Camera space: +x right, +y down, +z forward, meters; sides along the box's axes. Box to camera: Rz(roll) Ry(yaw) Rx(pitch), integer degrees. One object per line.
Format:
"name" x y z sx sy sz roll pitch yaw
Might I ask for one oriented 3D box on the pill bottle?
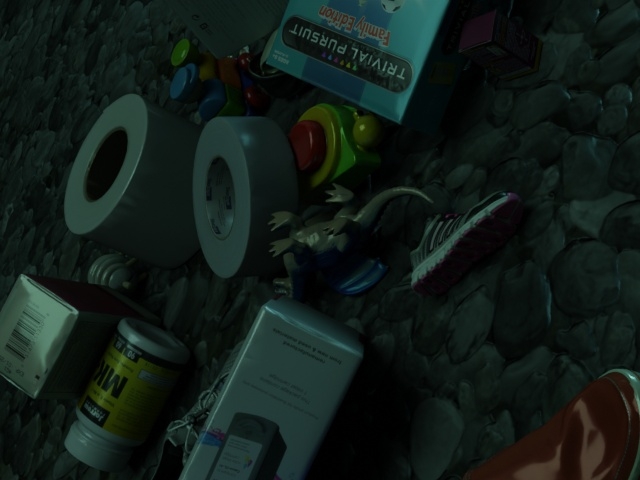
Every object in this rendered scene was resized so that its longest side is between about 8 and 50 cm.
"pill bottle" -0.290 0.232 1.769 0.208 0.119 0.119 -62 33 5

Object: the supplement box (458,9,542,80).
"supplement box" 0.212 -0.228 1.398 0.055 0.083 0.043 -11 61 50

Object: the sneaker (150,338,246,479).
"sneaker" -0.139 0.252 1.533 0.105 0.115 0.281 31 98 43

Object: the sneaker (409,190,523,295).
"sneaker" 0.157 -0.012 1.351 0.170 0.063 0.074 -46 43 34

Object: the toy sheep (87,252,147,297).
"toy sheep" -0.342 0.063 1.983 0.132 0.091 0.091 8 76 60

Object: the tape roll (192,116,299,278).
"tape roll" -0.105 -0.059 1.610 0.219 0.072 0.219 175 90 -65

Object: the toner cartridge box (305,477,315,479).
"toner cartridge box" 0.017 0.334 1.175 0.348 0.075 0.165 140 150 -79

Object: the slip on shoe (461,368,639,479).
"slip on shoe" 0.187 0.244 1.110 0.331 0.101 0.123 -49 35 23

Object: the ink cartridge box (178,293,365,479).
"ink cartridge box" -0.068 0.227 1.370 0.226 0.131 0.306 -47 -18 -87

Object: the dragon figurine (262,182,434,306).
"dragon figurine" 0.031 0.010 1.494 0.289 0.144 0.085 -25 45 19

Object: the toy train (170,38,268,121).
"toy train" -0.180 -0.283 1.925 0.105 0.143 0.248 -43 39 29

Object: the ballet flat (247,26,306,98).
"ballet flat" -0.005 -0.293 1.732 0.280 0.096 0.095 -32 45 40

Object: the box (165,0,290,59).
"box" -0.060 -0.460 1.756 0.345 0.168 0.215 -25 47 18

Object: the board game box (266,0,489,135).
"board game box" 0.094 -0.333 1.478 0.254 0.079 0.336 30 103 40

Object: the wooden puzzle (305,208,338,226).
"wooden puzzle" 0.000 0.000 1.612 0.116 0.014 0.078 -16 61 50

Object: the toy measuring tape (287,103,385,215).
"toy measuring tape" -0.018 -0.103 1.619 0.330 0.121 0.121 -32 45 51

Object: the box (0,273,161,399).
"box" -0.377 0.149 1.813 0.127 0.232 0.148 30 95 23

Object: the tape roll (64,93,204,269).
"tape roll" -0.278 -0.093 1.916 0.246 0.169 0.246 -34 44 39
